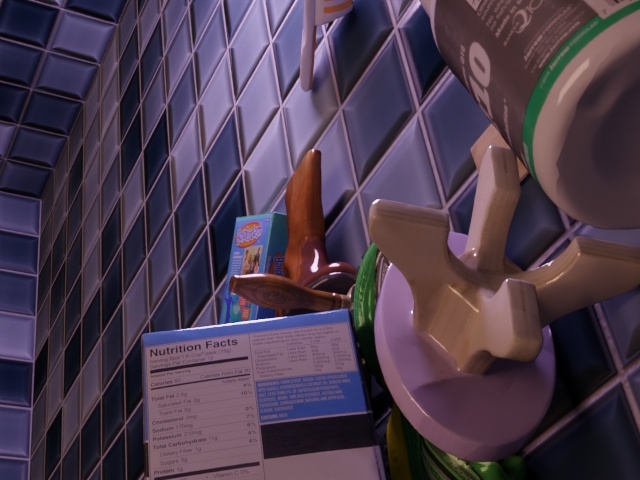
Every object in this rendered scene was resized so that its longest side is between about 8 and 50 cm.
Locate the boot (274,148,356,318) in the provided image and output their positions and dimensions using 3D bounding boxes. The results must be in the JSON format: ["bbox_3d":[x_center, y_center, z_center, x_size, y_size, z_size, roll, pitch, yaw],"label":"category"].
[{"bbox_3d":[0.000,0.000,1.416,0.264,0.096,0.280,110,165,-62],"label":"boot"}]

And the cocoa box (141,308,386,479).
[{"bbox_3d":[-0.059,0.270,1.115,0.347,0.231,0.228,89,173,-51],"label":"cocoa box"}]

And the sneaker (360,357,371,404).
[{"bbox_3d":[-0.027,0.201,1.338,0.300,0.121,0.111,-32,53,58],"label":"sneaker"}]

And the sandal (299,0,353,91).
[{"bbox_3d":[0.011,-0.357,1.578,0.102,0.076,0.265,-90,4,-54],"label":"sandal"}]

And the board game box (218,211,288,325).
[{"bbox_3d":[-0.105,0.064,1.645,0.160,0.047,0.210,-3,77,64],"label":"board game box"}]

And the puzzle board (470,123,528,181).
[{"bbox_3d":[0.214,-0.107,1.115,0.128,0.011,0.096,-54,36,41],"label":"puzzle board"}]

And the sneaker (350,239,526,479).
[{"bbox_3d":[0.136,0.126,1.066,0.146,0.134,0.343,-41,52,42],"label":"sneaker"}]

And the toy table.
[{"bbox_3d":[0.150,0.046,0.939,0.274,0.252,0.161,-103,22,-44],"label":"toy table"}]

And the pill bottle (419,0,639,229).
[{"bbox_3d":[0.220,-0.189,0.917,0.204,0.204,0.361,-63,29,28],"label":"pill bottle"}]

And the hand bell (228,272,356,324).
[{"bbox_3d":[0.008,0.072,1.190,0.126,0.242,0.126,-36,48,53],"label":"hand bell"}]
